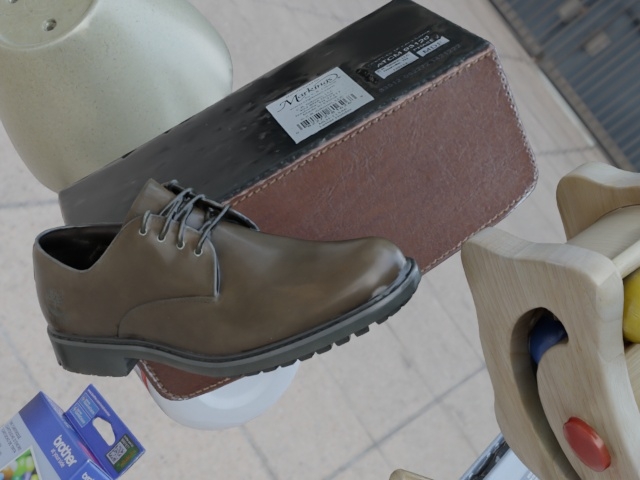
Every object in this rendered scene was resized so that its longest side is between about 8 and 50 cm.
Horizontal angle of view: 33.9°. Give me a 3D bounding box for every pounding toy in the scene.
[{"bbox_3d":[0.132,0.107,0.504,0.154,0.155,0.269,38,-26,47],"label":"pounding toy"}]

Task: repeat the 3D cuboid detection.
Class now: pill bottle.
[{"bbox_3d":[-0.165,0.071,1.239,0.181,0.181,0.323,32,5,-38],"label":"pill bottle"}]

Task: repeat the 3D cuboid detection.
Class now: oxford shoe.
[{"bbox_3d":[-0.061,0.015,0.546,0.083,0.227,0.096,-55,135,-57],"label":"oxford shoe"}]

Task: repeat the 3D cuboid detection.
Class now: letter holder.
[{"bbox_3d":[0.000,0.000,0.770,0.214,0.302,0.152,62,-6,-31],"label":"letter holder"}]

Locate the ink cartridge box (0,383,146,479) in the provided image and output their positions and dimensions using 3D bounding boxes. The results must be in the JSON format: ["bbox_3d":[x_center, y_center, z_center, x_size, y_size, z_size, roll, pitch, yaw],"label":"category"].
[{"bbox_3d":[-0.374,0.309,1.275,0.186,0.311,0.065,33,-19,52],"label":"ink cartridge box"}]

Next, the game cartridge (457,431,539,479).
[{"bbox_3d":[0.245,0.361,1.317,0.297,0.062,0.198,-32,107,-48],"label":"game cartridge"}]

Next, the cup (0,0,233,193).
[{"bbox_3d":[-0.309,-0.250,1.393,0.331,0.331,0.237,66,3,31],"label":"cup"}]
